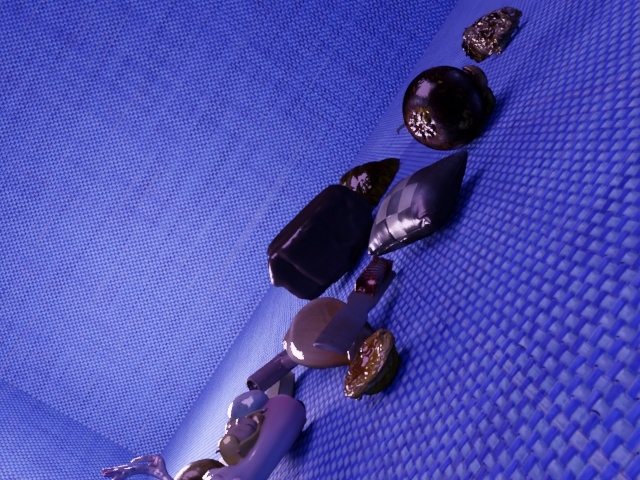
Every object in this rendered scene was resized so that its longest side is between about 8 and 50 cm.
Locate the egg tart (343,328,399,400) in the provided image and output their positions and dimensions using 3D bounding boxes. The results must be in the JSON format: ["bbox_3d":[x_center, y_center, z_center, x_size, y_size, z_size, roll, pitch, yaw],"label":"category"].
[{"bbox_3d":[0.085,0.202,0.909,0.130,0.052,0.130,-54,7,10],"label":"egg tart"}]

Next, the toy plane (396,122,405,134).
[{"bbox_3d":[0.336,-0.435,1.840,0.229,0.092,0.244,-34,22,31],"label":"toy plane"}]

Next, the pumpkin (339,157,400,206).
[{"bbox_3d":[0.152,-0.207,1.880,0.254,0.149,0.130,-59,-1,-22],"label":"pumpkin"}]

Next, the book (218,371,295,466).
[{"bbox_3d":[-0.180,0.518,1.399,0.371,0.043,0.260,-56,9,21],"label":"book"}]

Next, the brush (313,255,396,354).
[{"bbox_3d":[0.075,0.108,1.062,0.321,0.060,0.050,-45,-36,-58],"label":"brush"}]

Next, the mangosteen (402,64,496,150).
[{"bbox_3d":[0.291,-0.301,1.259,0.217,0.192,0.192,-34,-2,-22],"label":"mangosteen"}]

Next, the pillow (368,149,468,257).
[{"bbox_3d":[0.193,-0.067,1.136,0.186,0.106,0.250,-61,12,-23],"label":"pillow"}]

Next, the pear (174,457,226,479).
[{"bbox_3d":[-0.242,0.547,1.192,0.167,0.167,0.136,-63,6,-36],"label":"pear"}]

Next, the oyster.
[{"bbox_3d":[0.448,-0.537,1.490,0.177,0.105,0.056,-22,16,40],"label":"oyster"}]

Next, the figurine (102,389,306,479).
[{"bbox_3d":[-0.194,0.435,1.052,0.315,0.284,0.206,-46,-51,-65],"label":"figurine"}]

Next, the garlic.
[{"bbox_3d":[0.019,0.192,1.161,0.318,0.112,0.143,-23,44,66],"label":"garlic"}]

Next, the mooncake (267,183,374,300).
[{"bbox_3d":[0.000,0.000,1.715,0.350,0.212,0.381,-50,9,21],"label":"mooncake"}]

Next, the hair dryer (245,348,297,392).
[{"bbox_3d":[-0.050,0.282,1.342,0.195,0.053,0.220,-32,3,-41],"label":"hair dryer"}]
